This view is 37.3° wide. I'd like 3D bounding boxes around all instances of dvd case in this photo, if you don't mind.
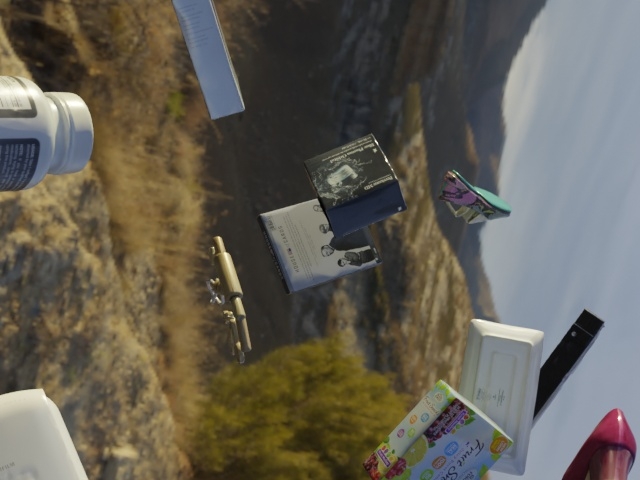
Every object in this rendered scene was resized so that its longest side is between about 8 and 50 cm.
[{"bbox_3d":[0.000,0.000,2.015,0.029,0.238,0.179,-36,-106,59],"label":"dvd case"}]

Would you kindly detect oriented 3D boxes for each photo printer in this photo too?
[{"bbox_3d":[-0.571,0.439,1.741,0.307,0.256,0.107,63,-18,15],"label":"photo printer"}]

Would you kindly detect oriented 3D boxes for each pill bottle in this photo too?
[{"bbox_3d":[-0.510,-0.158,1.413,0.318,0.176,0.176,-7,115,-44],"label":"pill bottle"}]

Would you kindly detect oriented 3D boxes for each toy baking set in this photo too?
[{"bbox_3d":[-0.166,0.093,1.602,0.197,0.030,0.256,106,-30,-55],"label":"toy baking set"}]

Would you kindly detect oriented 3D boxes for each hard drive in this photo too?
[{"bbox_3d":[0.533,0.327,2.203,0.339,0.064,0.237,-52,163,-7],"label":"hard drive"}]

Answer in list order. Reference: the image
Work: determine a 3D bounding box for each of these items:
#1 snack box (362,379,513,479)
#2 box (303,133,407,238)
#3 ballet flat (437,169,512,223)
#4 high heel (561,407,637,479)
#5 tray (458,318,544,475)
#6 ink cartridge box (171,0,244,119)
[{"bbox_3d":[0.206,0.372,1.654,0.207,0.174,0.070,-47,-150,4],"label":"snack box"},{"bbox_3d":[0.068,-0.110,1.893,0.093,0.156,0.158,69,-2,-47],"label":"box"},{"bbox_3d":[0.310,-0.078,1.954,0.221,0.077,0.079,22,112,-47],"label":"ballet flat"},{"bbox_3d":[0.547,0.509,1.956,0.377,0.127,0.181,114,-2,-48],"label":"high heel"},{"bbox_3d":[0.328,0.288,1.750,0.030,0.145,0.270,90,10,-81],"label":"tray"},{"bbox_3d":[-0.197,-0.371,1.489,0.165,0.065,0.333,-107,-178,-62],"label":"ink cartridge box"}]
